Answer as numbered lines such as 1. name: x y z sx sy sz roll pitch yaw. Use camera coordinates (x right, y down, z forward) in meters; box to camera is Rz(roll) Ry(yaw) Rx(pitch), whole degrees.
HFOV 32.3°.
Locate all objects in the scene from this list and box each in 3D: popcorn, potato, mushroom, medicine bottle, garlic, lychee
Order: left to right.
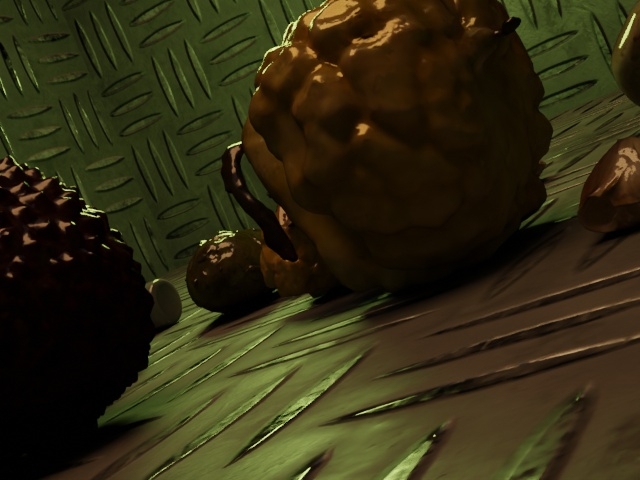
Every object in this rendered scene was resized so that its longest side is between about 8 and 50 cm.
1. lychee: -0.309 0.068 1.032 0.306 0.330 0.306 -30 -25 -15
2. medicine bottle: -0.302 0.119 1.842 0.130 0.080 0.080 -21 4 28
3. potato: -0.119 0.044 1.588 0.149 0.113 0.251 -31 -5 1
4. popcorn: 0.000 0.000 1.310 0.167 0.152 0.148 -19 33 36
5. popcorn: 0.053 -0.109 1.110 0.381 0.349 0.349 -14 8 32
6. garlic: 0.253 -0.050 0.920 0.084 0.066 0.152 -24 5 21
7. mushroom: 0.518 -0.263 1.533 0.206 0.206 0.209 -24 26 -11

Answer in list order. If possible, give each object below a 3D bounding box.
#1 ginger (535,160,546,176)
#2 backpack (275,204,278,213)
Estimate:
1. ginger: 0.200 -0.070 1.524 0.294 0.086 0.131 -16 -14 -35
2. backpack: 0.045 -0.063 1.560 0.258 0.206 0.133 -31 48 -28
